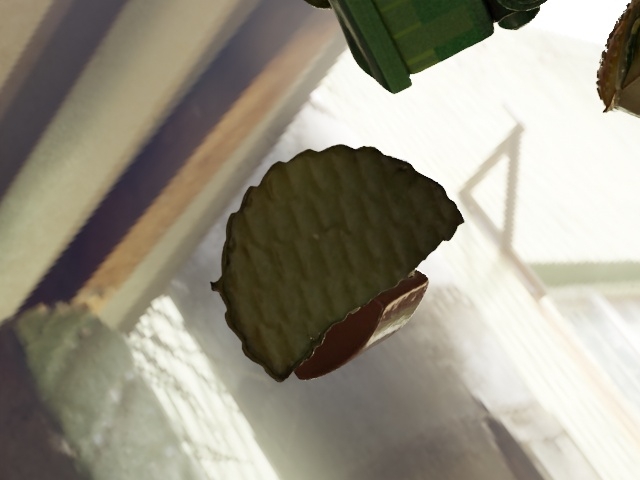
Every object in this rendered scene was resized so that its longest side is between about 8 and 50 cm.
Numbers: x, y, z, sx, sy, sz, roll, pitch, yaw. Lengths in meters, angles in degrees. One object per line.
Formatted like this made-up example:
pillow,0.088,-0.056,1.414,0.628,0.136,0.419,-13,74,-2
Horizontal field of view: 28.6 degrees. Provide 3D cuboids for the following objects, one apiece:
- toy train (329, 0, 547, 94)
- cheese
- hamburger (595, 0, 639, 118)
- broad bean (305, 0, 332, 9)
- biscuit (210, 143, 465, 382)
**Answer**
toy train,0.075,-0.274,1.024,0.202,0.120,0.301,-26,-47,8
cheese,0.015,0.097,1.673,0.128,0.203,0.177,-27,-44,-51
hamburger,0.454,-0.256,1.639,0.237,0.147,0.237,-48,-7,-8
broad bean,0.030,-0.372,1.489,0.153,0.072,0.207,-13,-35,-16
biscuit,0.000,0.000,1.317,0.273,0.187,0.036,-37,5,3
